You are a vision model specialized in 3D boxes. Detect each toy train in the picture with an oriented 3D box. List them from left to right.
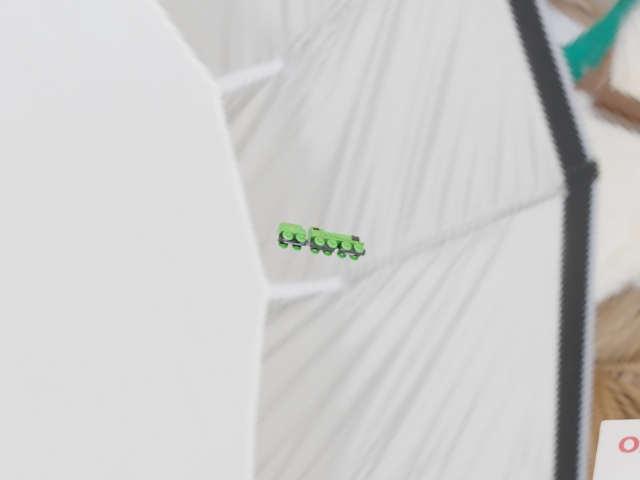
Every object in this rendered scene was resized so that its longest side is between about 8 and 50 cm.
[{"bbox_3d":[0.000,0.000,1.278,0.083,0.023,0.017,9,135,-20],"label":"toy train"}]

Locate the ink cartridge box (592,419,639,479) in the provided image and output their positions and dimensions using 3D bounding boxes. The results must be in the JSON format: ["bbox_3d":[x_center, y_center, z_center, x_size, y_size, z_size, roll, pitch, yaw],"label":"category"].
[{"bbox_3d":[0.317,0.283,1.182,0.198,0.272,0.115,-6,142,30],"label":"ink cartridge box"}]
